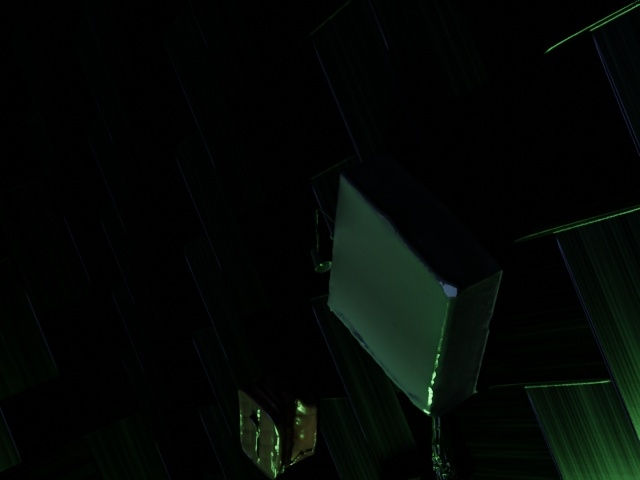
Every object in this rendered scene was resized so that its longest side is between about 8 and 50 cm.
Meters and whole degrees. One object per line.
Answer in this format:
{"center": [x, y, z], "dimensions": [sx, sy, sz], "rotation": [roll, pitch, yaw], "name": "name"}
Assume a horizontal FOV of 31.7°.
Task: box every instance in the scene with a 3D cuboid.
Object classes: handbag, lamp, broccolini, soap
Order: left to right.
{"center": [-0.089, 0.374, 2.319], "dimensions": [0.146, 0.135, 0.225], "rotation": [44, 145, 34], "name": "handbag"}
{"center": [0.000, 0.000, 1.951], "dimensions": [0.121, 0.041, 0.054], "rotation": [97, 151, -53], "name": "lamp"}
{"center": [0.128, 0.070, 1.660], "dimensions": [0.285, 0.107, 0.296], "rotation": [50, 151, 34], "name": "soap"}
{"center": [0.185, 0.297, 1.806], "dimensions": [0.051, 0.054, 0.239], "rotation": [-145, 41, -72], "name": "broccolini"}

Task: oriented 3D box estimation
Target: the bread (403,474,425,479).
{"center": [0.147, 0.560, 2.018], "dimensions": [0.239, 0.111, 0.246], "rotation": [65, 156, 7], "name": "bread"}
